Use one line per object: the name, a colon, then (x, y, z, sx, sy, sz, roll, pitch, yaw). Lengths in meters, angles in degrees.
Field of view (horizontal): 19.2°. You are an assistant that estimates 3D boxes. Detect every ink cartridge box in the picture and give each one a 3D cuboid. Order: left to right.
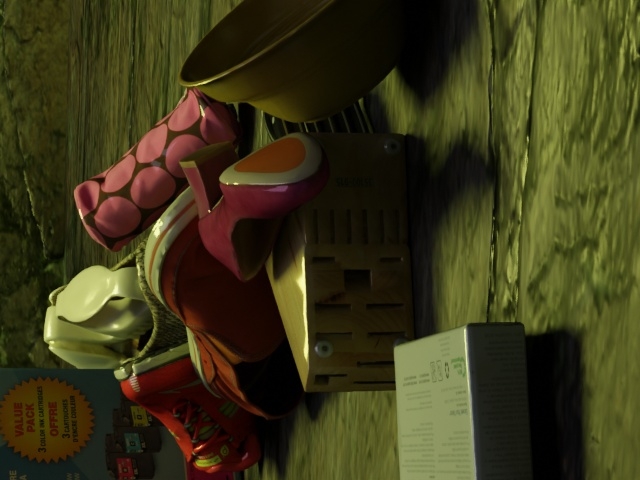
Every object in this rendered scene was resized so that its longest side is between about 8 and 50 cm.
ink cartridge box: (-0.291, 0.286, 2.099, 0.151, 0.396, 0.270, 111, 155, -55)
ink cartridge box: (0.094, 0.172, 1.263, 0.223, 0.045, 0.223, 148, 122, -79)

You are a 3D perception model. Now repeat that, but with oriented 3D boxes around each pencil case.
pencil case: (-0.183, -0.086, 2.102, 0.098, 0.209, 0.095, 53, -169, 20)

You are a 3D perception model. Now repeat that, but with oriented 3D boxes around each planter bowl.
planter bowl: (0.001, -0.156, 1.482, 0.090, 0.217, 0.217, 52, 176, -18)

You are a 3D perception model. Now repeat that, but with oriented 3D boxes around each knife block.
knife block: (0.000, 0.000, 1.579, 0.242, 0.088, 0.275, 140, 128, -73)

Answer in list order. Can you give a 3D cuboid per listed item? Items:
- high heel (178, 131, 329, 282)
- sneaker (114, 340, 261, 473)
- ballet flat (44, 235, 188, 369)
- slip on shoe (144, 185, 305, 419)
high heel: (-0.038, -0.014, 1.447, 0.244, 0.082, 0.117, 1, 118, 62)
sneaker: (-0.116, 0.173, 1.906, 0.279, 0.107, 0.118, 40, -148, -66)
ballet flat: (-0.220, 0.077, 2.166, 0.483, 0.182, 0.164, 141, 122, -65)
slip on shoe: (-0.074, 0.055, 1.701, 0.101, 0.123, 0.331, 33, 156, 28)
